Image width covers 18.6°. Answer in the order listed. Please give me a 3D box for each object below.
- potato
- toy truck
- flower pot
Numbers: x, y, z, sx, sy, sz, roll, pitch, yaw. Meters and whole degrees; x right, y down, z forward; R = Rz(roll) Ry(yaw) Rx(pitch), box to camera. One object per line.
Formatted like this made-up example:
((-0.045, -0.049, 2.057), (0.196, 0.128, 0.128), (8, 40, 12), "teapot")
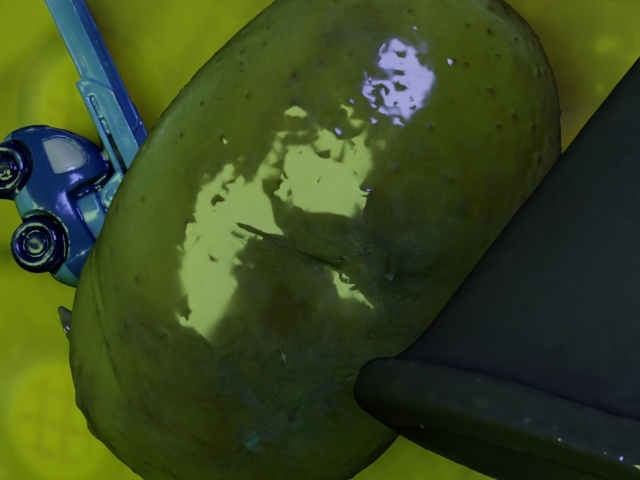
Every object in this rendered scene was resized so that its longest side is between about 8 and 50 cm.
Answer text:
((0.000, 0.000, 0.802), (0.169, 0.143, 0.248), (29, 107, -16), "potato")
((-0.121, -0.046, 0.910), (0.074, 0.063, 0.136), (-28, 79, 8), "toy truck")
((0.159, 0.031, 0.678), (0.269, 0.269, 0.166), (15, 81, 27), "flower pot")
